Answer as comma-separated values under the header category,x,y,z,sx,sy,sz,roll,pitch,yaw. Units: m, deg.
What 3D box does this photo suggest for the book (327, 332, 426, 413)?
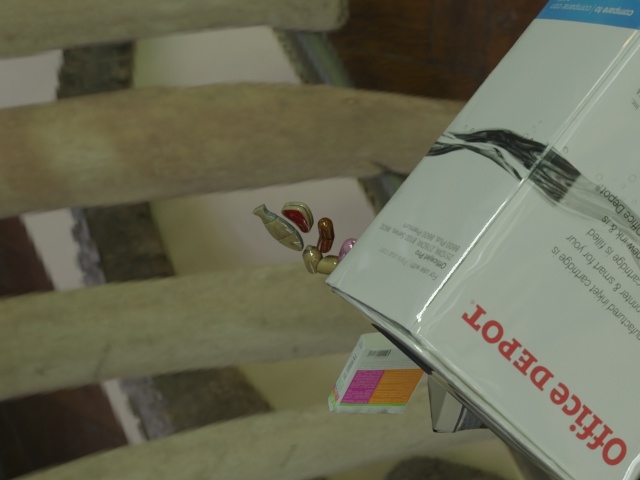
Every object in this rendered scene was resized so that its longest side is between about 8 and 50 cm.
category,x,y,z,sx,sy,sz,roll,pitch,yaw
book,0.073,0.156,1.554,0.144,0.096,0.035,115,147,-49

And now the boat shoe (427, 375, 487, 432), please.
category,x,y,z,sx,sy,sz,roll,pitch,yaw
boat shoe,0.242,0.132,1.696,0.340,0.158,0.127,101,168,-53

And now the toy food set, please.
category,x,y,z,sx,sy,sz,roll,pitch,yaw
toy food set,0.000,0.000,1.248,0.078,0.019,0.122,-14,128,44

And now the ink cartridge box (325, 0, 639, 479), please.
category,x,y,z,sx,sy,sz,roll,pitch,yaw
ink cartridge box,0.242,-0.014,1.136,0.285,0.395,0.166,42,173,-28
